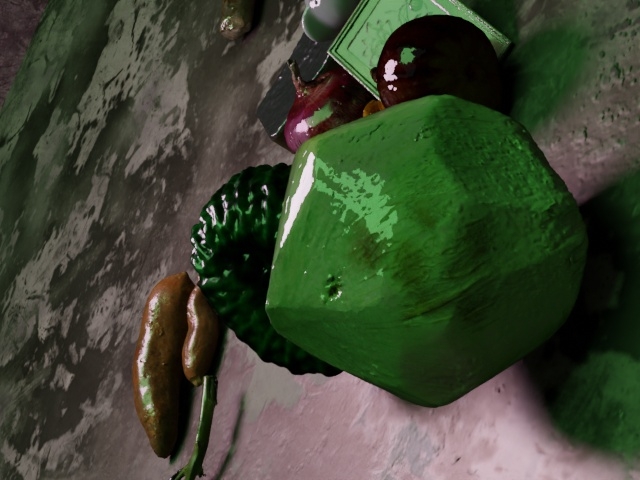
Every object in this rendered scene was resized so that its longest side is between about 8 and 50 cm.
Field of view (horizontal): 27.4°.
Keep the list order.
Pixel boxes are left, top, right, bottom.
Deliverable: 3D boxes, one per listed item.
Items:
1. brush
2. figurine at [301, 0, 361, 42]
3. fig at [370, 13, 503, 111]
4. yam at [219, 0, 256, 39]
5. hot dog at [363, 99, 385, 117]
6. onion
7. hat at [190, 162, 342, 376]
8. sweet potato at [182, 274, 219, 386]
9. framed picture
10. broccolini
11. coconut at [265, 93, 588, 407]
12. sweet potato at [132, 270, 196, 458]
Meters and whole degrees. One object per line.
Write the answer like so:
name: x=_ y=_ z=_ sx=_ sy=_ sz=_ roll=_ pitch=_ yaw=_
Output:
brush: x=-0.020 y=-0.240 z=2.004 sx=0.197 sy=0.059 sz=0.123 roll=-57 pitch=31 yaw=16
figurine: x=0.046 y=-0.332 z=1.822 sx=0.147 sy=0.192 sz=0.126 roll=-68 pitch=24 yaw=4
fig: x=0.125 y=-0.203 z=1.598 sx=0.148 sy=0.202 sz=0.149 roll=-49 pitch=-32 yaw=-42
yam: x=-0.127 y=-0.508 z=2.386 sx=0.071 sy=0.067 sz=0.317 roll=104 pitch=177 yaw=-68
hot dog: x=0.095 y=-0.143 z=1.749 sx=0.071 sy=0.045 sz=0.165 roll=-49 pitch=32 yaw=31
onion: x=-0.007 y=-0.200 z=1.868 sx=0.150 sy=0.140 sz=0.150 roll=-31 pitch=34 yaw=24
hat: x=0.000 y=0.000 z=1.645 sx=0.242 sy=0.274 sz=0.332 roll=-40 pitch=8 yaw=22
sweet potato: x=-0.181 y=0.127 z=1.996 sx=0.056 sy=0.056 sz=0.194 roll=-26 pitch=59 yaw=50
framed picture: x=0.123 y=-0.249 z=1.707 sx=0.231 sy=0.010 sz=0.173 roll=45 pitch=111 yaw=30
broccolini: x=-0.202 y=0.317 z=1.885 sx=0.123 sy=0.062 sz=0.271 roll=19 pitch=91 yaw=47
coconut: x=0.093 y=0.013 z=1.341 sx=0.281 sy=0.329 sz=0.328 roll=161 pitch=130 yaw=-79
sweet potato: x=-0.241 y=0.190 z=2.028 sx=0.097 sy=0.097 sz=0.291 roll=-18 pitch=61 yaw=54
